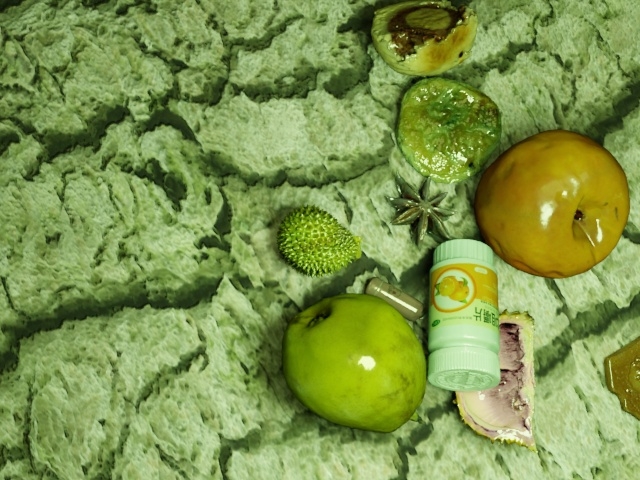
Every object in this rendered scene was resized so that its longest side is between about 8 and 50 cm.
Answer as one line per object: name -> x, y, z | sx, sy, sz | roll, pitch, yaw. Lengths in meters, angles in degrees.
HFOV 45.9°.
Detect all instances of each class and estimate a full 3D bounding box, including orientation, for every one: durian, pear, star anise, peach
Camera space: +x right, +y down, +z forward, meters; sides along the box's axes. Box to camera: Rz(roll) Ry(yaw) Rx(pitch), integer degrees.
durian -> -0.010, 0.008, 1.742 | 0.198, 0.146, 0.159 | 33, 77, 7
durian -> 0.405, 0.319, 1.731 | 0.191, 0.112, 0.341 | -6, 59, 23
pear -> 0.092, 0.276, 1.631 | 0.375, 0.287, 0.287 | 44, 75, -13
star anise -> 0.238, -0.066, 1.829 | 0.204, 0.061, 0.181 | 35, 63, -2
peach -> 0.528, -0.090, 1.747 | 0.342, 0.301, 0.343 | -5, 107, -17

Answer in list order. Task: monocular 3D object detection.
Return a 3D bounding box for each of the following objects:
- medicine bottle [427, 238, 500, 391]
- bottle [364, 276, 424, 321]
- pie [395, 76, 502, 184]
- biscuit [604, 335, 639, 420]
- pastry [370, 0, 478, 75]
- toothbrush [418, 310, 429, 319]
medicine bottle -> 0.321, 0.164, 1.696 | 0.158, 0.158, 0.318 | 7, 60, -4
bottle -> 0.172, 0.138, 1.777 | 0.140, 0.053, 0.053 | 29, 75, 2
pie -> 0.315, -0.280, 1.885 | 0.277, 0.078, 0.277 | 1, 75, -4
biscuit -> 0.781, 0.346, 1.799 | 0.182, 0.034, 0.215 | -28, 83, -11
pastry -> 0.253, -0.496, 1.889 | 0.256, 0.170, 0.237 | -29, 40, -16
toothbrush -> 0.314, 0.139, 1.812 | 0.193, 0.013, 0.019 | -30, 85, -13
